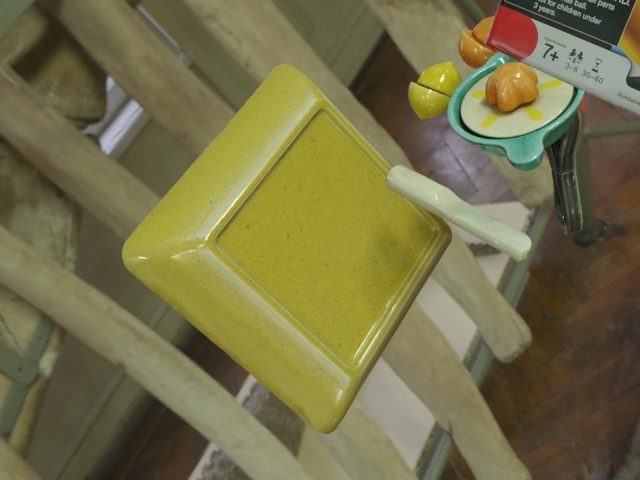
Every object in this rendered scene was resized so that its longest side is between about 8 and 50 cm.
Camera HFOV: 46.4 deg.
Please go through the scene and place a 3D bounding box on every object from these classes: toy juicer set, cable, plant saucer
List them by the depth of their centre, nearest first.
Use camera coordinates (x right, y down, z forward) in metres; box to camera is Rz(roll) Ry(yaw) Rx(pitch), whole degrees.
[{"bbox_3d":[0.164,-0.141,0.763,0.209,0.089,0.329,11,57,37],"label":"toy juicer set"},{"bbox_3d":[0.000,0.000,0.872,0.333,0.333,0.081,-54,19,-25],"label":"plant saucer"},{"bbox_3d":[0.327,-0.121,0.964,0.072,0.287,0.139,-22,28,7],"label":"cable"}]

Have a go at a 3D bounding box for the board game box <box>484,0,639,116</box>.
[{"bbox_3d":[0.209,-0.092,0.206,0.305,0.053,0.193,37,126,33],"label":"board game box"}]
